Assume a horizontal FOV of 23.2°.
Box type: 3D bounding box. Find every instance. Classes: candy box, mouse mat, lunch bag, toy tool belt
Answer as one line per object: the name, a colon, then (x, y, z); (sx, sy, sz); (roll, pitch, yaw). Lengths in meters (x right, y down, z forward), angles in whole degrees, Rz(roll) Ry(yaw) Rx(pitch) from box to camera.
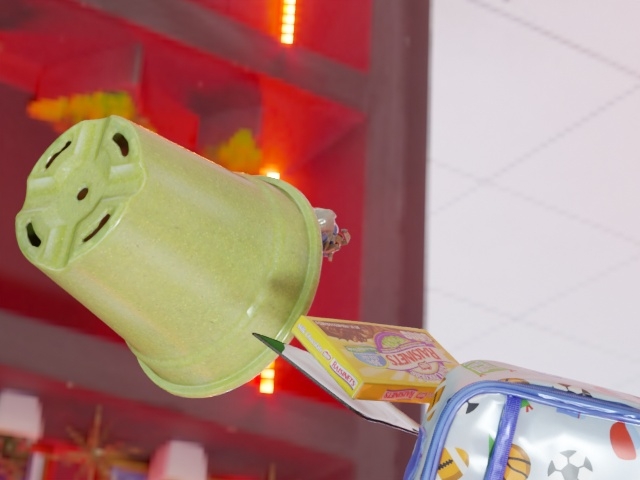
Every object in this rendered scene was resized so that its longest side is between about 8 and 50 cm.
candy box: (0.070, 0.122, 1.557); (0.206, 0.105, 0.027); (9, 121, -50)
mouse mat: (0.026, 0.147, 1.554); (0.153, 0.007, 0.190); (35, -177, 32)
lunch bag: (0.165, 0.259, 1.274); (0.243, 0.303, 0.115); (13, -172, -6)
toy tool belt: (0.000, 0.000, 1.824); (0.052, 0.051, 0.083); (3, 153, 26)

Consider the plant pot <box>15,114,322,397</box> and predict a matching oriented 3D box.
plant pot: (-0.180, -0.002, 1.696); (0.276, 0.276, 0.254); (-16, 145, 32)
